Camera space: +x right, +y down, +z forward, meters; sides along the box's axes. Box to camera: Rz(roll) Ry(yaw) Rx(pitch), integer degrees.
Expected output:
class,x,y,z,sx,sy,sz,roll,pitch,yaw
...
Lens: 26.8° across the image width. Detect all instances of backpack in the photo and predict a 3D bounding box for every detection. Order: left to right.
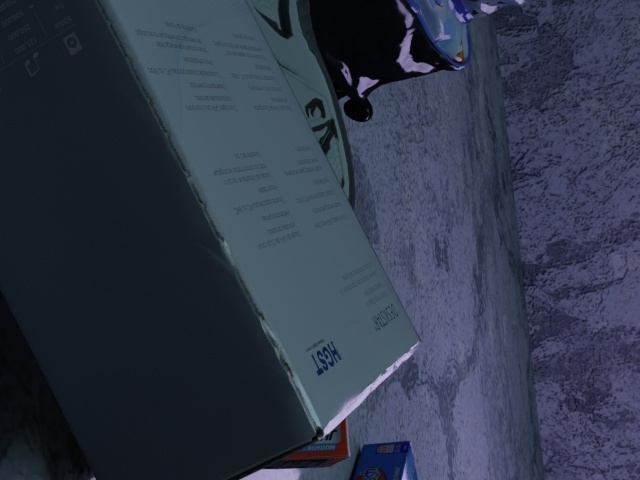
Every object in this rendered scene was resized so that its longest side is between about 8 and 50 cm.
class,x,y,z,sx,sy,sz,roll,pitch,yaw
backpack,0.027,-0.265,0.958,0.276,0.213,0.263,47,29,-62

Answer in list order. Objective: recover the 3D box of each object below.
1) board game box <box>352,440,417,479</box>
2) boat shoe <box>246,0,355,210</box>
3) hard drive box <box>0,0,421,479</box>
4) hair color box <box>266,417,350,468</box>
class,x,y,z,sx,sy,sz,roll,pitch,yaw
board game box,0.063,0.300,1.126,0.160,0.047,0.210,-63,144,-66
boat shoe,-0.063,-0.138,0.751,0.118,0.103,0.320,-23,107,-32
hard drive box,-0.063,-0.026,0.547,0.232,0.089,0.181,63,16,2
hair color box,-0.016,0.060,0.861,0.093,0.053,0.167,120,-31,-76
